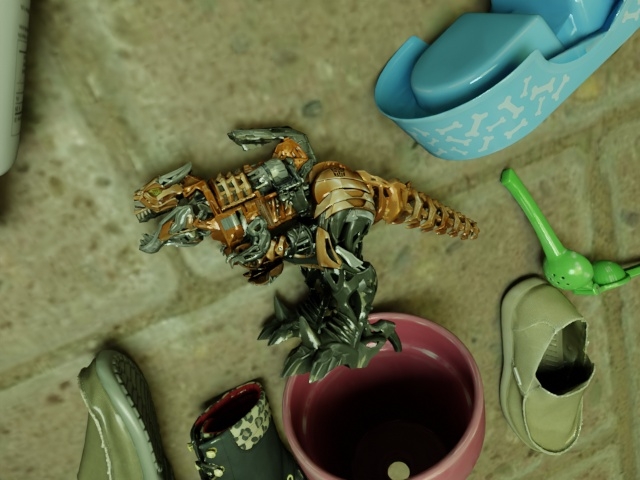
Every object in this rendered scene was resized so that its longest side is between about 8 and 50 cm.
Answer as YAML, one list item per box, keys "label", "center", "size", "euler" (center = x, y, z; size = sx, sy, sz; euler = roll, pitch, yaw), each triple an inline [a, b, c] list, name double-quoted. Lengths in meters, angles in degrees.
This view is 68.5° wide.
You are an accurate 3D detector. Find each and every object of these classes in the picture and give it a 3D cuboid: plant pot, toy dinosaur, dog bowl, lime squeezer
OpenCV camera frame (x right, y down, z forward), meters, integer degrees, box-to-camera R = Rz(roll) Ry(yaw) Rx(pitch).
- label: "plant pot"
  center: [0.077, 0.211, 0.514]
  size: [0.201, 0.201, 0.180]
  euler: [-23, 128, -8]
- label: "toy dinosaur"
  center: [0.000, 0.000, 0.445]
  size: [0.322, 0.164, 0.218]
  euler: [-2, 92, 6]
- label: "dog bowl"
  center: [0.186, -0.192, 0.430]
  size: [0.297, 0.166, 0.074]
  euler: [-44, 125, 0]
- label: "lime squeezer"
  center: [0.337, 0.020, 0.594]
  size: [0.310, 0.059, 0.110]
  euler: [19, 60, -20]

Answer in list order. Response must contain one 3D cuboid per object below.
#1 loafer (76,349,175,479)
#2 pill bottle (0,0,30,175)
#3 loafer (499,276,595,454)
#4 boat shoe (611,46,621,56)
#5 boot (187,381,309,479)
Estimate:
- label: "loafer"
  center: [-0.206, 0.230, 0.479]
  size: [0.087, 0.094, 0.251]
  euler: [-14, 110, -16]
- label: "pill bottle"
  center: [-0.288, -0.128, 0.307]
  size: [0.160, 0.160, 0.283]
  euler: [9, 104, -18]
- label: "loafer"
  center: [0.295, 0.182, 0.609]
  size: [0.102, 0.092, 0.268]
  euler: [-20, 110, -7]
- label: "boat shoe"
  center: [0.320, -0.263, 0.508]
  size: [0.056, 0.048, 0.153]
  euler: [24, 93, -9]
- label: "boot"
  center: [-0.111, 0.283, 0.489]
  size: [0.236, 0.085, 0.179]
  euler: [-36, 115, -44]
